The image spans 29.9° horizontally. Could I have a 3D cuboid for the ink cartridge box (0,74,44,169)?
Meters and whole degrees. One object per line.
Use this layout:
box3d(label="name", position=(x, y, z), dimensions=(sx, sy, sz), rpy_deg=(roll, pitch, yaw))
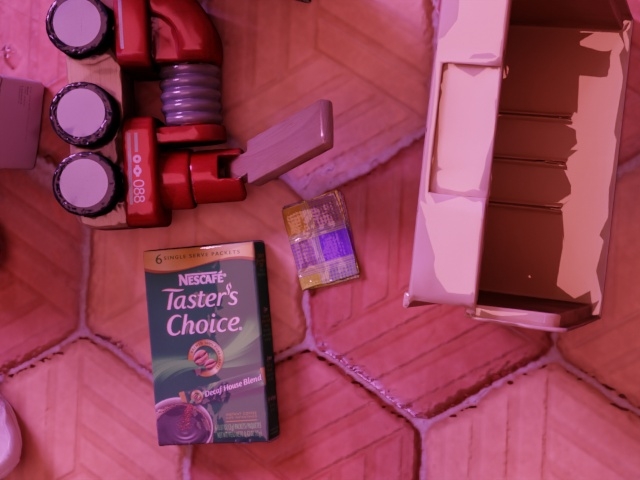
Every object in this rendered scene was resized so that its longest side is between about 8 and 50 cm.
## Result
box3d(label="ink cartridge box", position=(-0.374, -0.116, 1.086), dimensions=(0.160, 0.219, 0.092), rpy_deg=(8, 94, 15))

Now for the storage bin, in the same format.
box3d(label="storage bin", position=(0.160, -0.071, 0.931), dimensions=(0.123, 0.260, 0.262), rpy_deg=(7, 91, 18))

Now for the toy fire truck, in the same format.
box3d(label="toy fire truck", position=(-0.111, -0.123, 1.066), dimensions=(0.246, 0.158, 0.217), rpy_deg=(-3, 88, 3))

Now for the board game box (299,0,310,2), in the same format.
box3d(label="board game box", position=(-0.141, -0.265, 0.977), dimensions=(0.214, 0.317, 0.046), rpy_deg=(15, 94, 14))

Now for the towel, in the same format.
box3d(label="towel", position=(0.000, 0.000, 1.096), dimensions=(0.060, 0.009, 0.083), rpy_deg=(-14, 86, 13))

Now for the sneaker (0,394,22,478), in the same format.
box3d(label="sneaker", position=(-0.373, 0.133, 1.126), dimensions=(0.090, 0.115, 0.232), rpy_deg=(-42, 80, -14))

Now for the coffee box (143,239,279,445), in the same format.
box3d(label="coffee box", position=(-0.101, 0.094, 1.104), dimensions=(0.113, 0.040, 0.184), rpy_deg=(-4, 88, 14))
